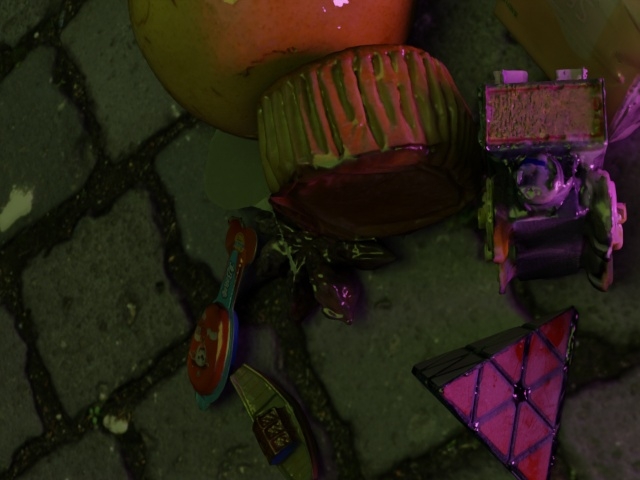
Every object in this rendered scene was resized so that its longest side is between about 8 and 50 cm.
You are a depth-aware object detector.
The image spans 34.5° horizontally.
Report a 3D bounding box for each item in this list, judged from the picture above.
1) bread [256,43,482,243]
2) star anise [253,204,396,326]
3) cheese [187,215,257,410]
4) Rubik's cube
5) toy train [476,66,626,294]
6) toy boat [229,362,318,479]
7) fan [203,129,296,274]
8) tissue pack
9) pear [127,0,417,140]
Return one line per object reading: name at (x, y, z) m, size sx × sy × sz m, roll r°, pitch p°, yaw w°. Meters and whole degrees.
bread at (0.052, -0.096, 1.094) m, size 0.227 × 0.253 × 0.143 m, roll -19°, pitch 71°, yaw 11°
star anise at (0.001, 0.016, 1.256) m, size 0.212 × 0.073 × 0.197 m, roll -31°, pitch 65°, yaw 28°
cheese at (-0.127, 0.096, 1.326) m, size 0.106 × 0.037 × 0.256 m, roll 27°, pitch 106°, yaw 55°
Rubik's cube at (0.180, 0.140, 1.142) m, size 0.190 × 0.211 × 0.178 m, roll -49°, pitch 32°, yaw -19°
toy train at (0.226, -0.047, 1.018) m, size 0.134 × 0.261 × 0.178 m, roll -1°, pitch 71°, yaw 11°
toy boat at (-0.055, 0.228, 1.265) m, size 0.065 × 0.066 × 0.172 m, roll -45°, pitch 61°, yaw 23°
fan at (-0.069, -0.069, 1.302) m, size 0.182 × 0.010 × 0.310 m, roll -38°, pitch 47°, yaw 21°
tissue pack at (0.282, -0.235, 1.058) m, size 0.222 × 0.090 × 0.186 m, roll 60°, pitch 158°, yaw 26°
pear at (-0.053, -0.287, 1.180) m, size 0.348 × 0.348 × 0.349 m, roll -5°, pitch 80°, yaw 32°
